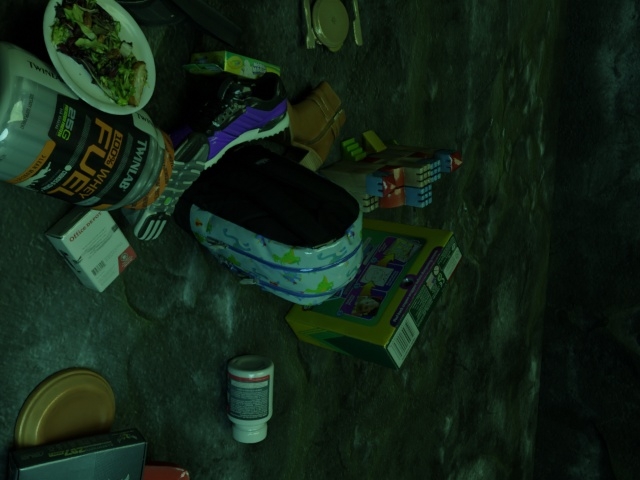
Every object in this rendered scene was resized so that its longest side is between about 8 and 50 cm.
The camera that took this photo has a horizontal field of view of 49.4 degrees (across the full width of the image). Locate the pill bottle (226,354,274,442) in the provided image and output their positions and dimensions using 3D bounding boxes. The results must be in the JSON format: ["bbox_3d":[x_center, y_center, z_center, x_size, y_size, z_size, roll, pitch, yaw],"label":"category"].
[{"bbox_3d":[-0.163,0.366,1.604,0.108,0.108,0.180,-12,109,-50],"label":"pill bottle"}]

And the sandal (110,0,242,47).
[{"bbox_3d":[-0.307,-0.409,1.175,0.445,0.167,0.107,19,102,-52],"label":"sandal"}]

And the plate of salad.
[{"bbox_3d":[-0.320,-0.288,1.043,0.200,0.048,0.200,24,59,-48],"label":"plate of salad"}]

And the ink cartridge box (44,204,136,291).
[{"bbox_3d":[-0.406,0.008,1.236,0.099,0.056,0.135,-51,136,-31],"label":"ink cartridge box"}]

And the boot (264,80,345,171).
[{"bbox_3d":[-0.034,-0.292,1.586,0.220,0.109,0.283,-56,139,-25],"label":"boot"}]

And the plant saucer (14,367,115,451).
[{"bbox_3d":[-0.458,0.335,1.276,0.200,0.037,0.200,-18,114,-49],"label":"plant saucer"}]

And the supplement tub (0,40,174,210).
[{"bbox_3d":[-0.396,-0.161,1.092,0.316,0.193,0.194,20,83,-52],"label":"supplement tub"}]

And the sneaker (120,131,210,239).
[{"bbox_3d":[-0.302,-0.124,1.260,0.229,0.132,0.086,-55,153,15],"label":"sneaker"}]

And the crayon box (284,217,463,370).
[{"bbox_3d":[0.135,0.117,1.748,0.363,0.313,0.106,-54,133,-27],"label":"crayon box"}]

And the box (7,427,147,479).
[{"bbox_3d":[-0.439,0.447,1.250,0.232,0.059,0.183,-1,110,-39],"label":"box"}]

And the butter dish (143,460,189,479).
[{"bbox_3d":[-0.334,0.509,1.419,0.118,0.159,0.160,-80,170,-76],"label":"butter dish"}]

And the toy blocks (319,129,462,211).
[{"bbox_3d":[0.189,-0.161,1.786,0.381,0.260,0.191,-28,121,-45],"label":"toy blocks"}]

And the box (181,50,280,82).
[{"bbox_3d":[-0.178,-0.344,1.391,0.179,0.105,0.043,-3,98,-51],"label":"box"}]

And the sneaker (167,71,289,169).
[{"bbox_3d":[-0.189,-0.245,1.336,0.293,0.102,0.146,-31,151,-25],"label":"sneaker"}]

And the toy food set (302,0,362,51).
[{"bbox_3d":[0.019,-0.519,1.662,0.192,0.038,0.132,-18,106,-43],"label":"toy food set"}]

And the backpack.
[{"bbox_3d":[-0.075,-0.031,1.407,0.290,0.355,0.273,-38,128,-41],"label":"backpack"}]

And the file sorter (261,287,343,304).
[{"bbox_3d":[-0.037,0.071,1.638,0.104,0.170,0.118,-3,102,-56],"label":"file sorter"}]
